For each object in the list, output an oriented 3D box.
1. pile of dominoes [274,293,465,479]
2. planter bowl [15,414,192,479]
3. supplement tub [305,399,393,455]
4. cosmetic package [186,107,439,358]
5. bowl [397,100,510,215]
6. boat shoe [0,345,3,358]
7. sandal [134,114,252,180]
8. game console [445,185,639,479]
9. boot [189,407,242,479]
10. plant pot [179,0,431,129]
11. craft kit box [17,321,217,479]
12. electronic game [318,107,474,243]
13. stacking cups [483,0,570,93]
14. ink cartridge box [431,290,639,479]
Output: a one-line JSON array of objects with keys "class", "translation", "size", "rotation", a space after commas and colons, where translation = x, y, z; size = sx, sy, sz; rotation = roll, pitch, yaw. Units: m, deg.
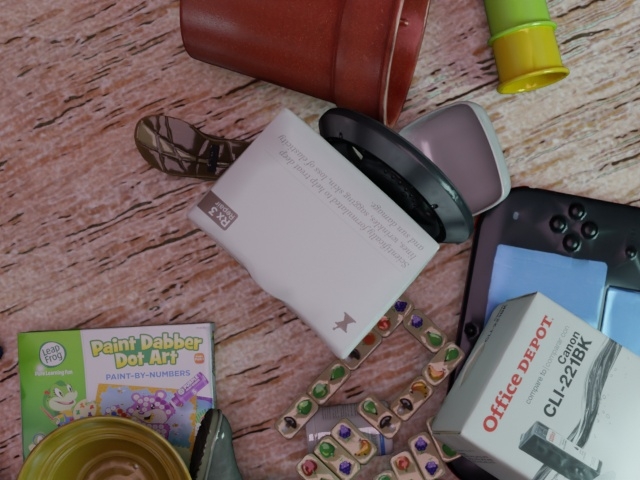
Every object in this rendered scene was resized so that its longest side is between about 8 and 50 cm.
[{"class": "pile of dominoes", "translation": [0.083, 0.212, 1.305], "size": [0.196, 0.040, 0.251], "rotation": [42, 82, 13]}, {"class": "planter bowl", "translation": [-0.253, 0.315, 1.296], "size": [0.217, 0.090, 0.217], "rotation": [0, 87, 0]}, {"class": "supplement tub", "translation": [0.036, 0.242, 1.359], "size": [0.107, 0.071, 0.071], "rotation": [-6, 87, 1]}, {"class": "cosmetic package", "translation": [0.000, 0.000, 1.213], "size": [0.217, 0.385, 0.156], "rotation": [42, 88, 2]}, {"class": "bowl", "translation": [0.174, -0.099, 1.356], "size": [0.053, 0.142, 0.142], "rotation": [-17, 87, -45]}, {"class": "boat shoe", "translation": [-0.498, 0.164, 1.354], "size": [0.183, 0.066, 0.066], "rotation": [-27, 61, -32]}, {"class": "sandal", "translation": [-0.154, -0.114, 1.392], "size": [0.180, 0.049, 0.072], "rotation": [12, 93, -13]}, {"class": "game console", "translation": [0.339, 0.141, 1.367], "size": [0.342, 0.060, 0.386], "rotation": [10, 88, 1]}, {"class": "boot", "translation": [-0.059, 0.308, 1.327], "size": [0.209, 0.076, 0.189], "rotation": [9, 99, -12]}, {"class": "plant pot", "translation": [-0.014, -0.293, 1.301], "size": [0.265, 0.272, 0.272], "rotation": [14, 88, 9]}, {"class": "craft kit box", "translation": [-0.254, 0.232, 1.372], "size": [0.250, 0.061, 0.246], "rotation": [-4, 85, 0]}, {"class": "electronic game", "translation": [0.089, -0.076, 1.288], "size": [0.229, 0.229, 0.048], "rotation": [40, 78, 2]}, {"class": "stacking cups", "translation": [0.232, -0.350, 1.378], "size": [0.096, 0.096, 0.316], "rotation": [-15, 84, 0]}, {"class": "ink cartridge box", "translation": [0.299, 0.215, 1.266], "size": [0.273, 0.114, 0.197], "rotation": [32, 75, -4]}]
